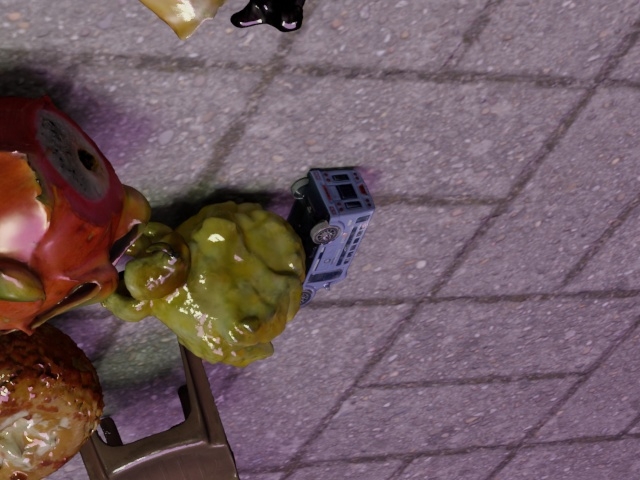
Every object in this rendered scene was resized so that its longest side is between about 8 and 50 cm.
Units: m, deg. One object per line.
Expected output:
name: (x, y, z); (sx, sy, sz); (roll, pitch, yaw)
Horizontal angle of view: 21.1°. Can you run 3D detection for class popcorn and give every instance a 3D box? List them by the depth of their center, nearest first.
popcorn: (-0.111, 0.032, 1.748); (0.195, 0.173, 0.168); (26, 90, -21)

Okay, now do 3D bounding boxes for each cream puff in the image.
cream puff: (-0.351, 0.171, 1.798); (0.240, 0.164, 0.240); (-27, 151, -17)

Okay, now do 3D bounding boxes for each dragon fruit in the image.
dragon fruit: (-0.284, -0.012, 1.500); (0.227, 0.224, 0.224); (-36, 147, 30)

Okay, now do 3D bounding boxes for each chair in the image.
chair: (-0.169, 0.286, 1.932); (0.176, 0.326, 0.183); (-20, 150, -5)

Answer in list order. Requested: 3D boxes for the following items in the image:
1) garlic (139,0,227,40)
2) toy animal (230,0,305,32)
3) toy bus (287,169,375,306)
garlic: (-0.149, -0.255, 1.247); (0.145, 0.164, 0.245); (-20, 149, 32)
toy animal: (-0.044, -0.284, 1.373); (0.117, 0.121, 0.210); (18, 132, 17)
toy bus: (0.000, 0.000, 1.831); (0.076, 0.073, 0.167); (-9, 147, -25)
